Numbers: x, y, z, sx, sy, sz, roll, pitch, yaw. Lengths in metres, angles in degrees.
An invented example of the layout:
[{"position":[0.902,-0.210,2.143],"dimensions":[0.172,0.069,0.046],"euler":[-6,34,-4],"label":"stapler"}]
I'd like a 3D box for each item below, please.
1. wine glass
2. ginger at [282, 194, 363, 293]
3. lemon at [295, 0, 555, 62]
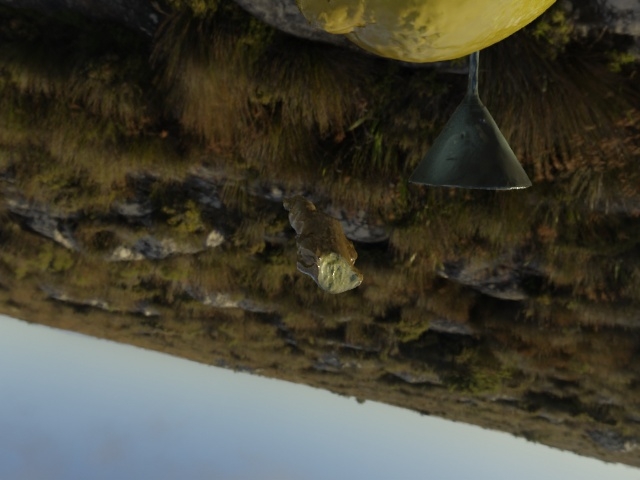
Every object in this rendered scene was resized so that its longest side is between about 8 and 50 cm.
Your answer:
[{"position":[0.321,-0.318,1.080],"dimensions":[0.266,0.407,0.267],"euler":[-2,-167,0],"label":"wine glass"},{"position":[0.004,0.002,0.913],"dimensions":[0.137,0.074,0.213],"euler":[26,-156,-33],"label":"ginger"},{"position":[0.097,-0.260,0.375],"dimensions":[0.235,0.263,0.236],"euler":[20,144,16],"label":"lemon"}]
